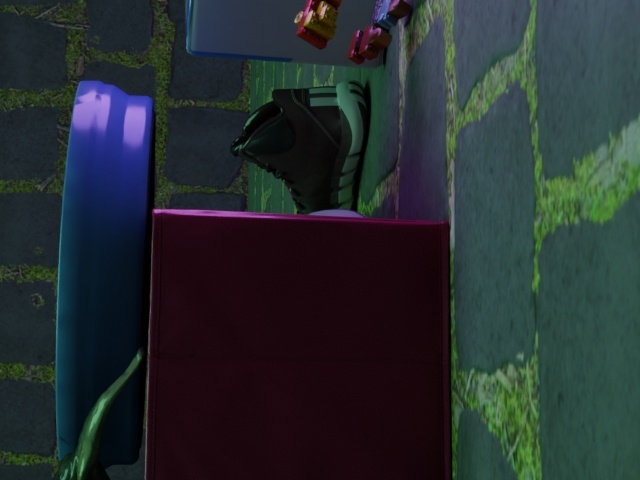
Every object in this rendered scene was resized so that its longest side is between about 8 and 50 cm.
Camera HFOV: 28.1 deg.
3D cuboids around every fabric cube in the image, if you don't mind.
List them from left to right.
[{"bbox_3d":[-0.032,0.119,1.181,0.254,0.258,0.259,121,150,-77],"label":"fabric cube"}]

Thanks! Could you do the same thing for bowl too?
[{"bbox_3d":[-0.208,0.037,1.275,0.391,0.077,0.391,-178,90,-83],"label":"bowl"}]

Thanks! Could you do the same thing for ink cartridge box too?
[{"bbox_3d":[-0.048,-0.318,1.539,0.307,0.223,0.129,-104,18,-65],"label":"ink cartridge box"}]

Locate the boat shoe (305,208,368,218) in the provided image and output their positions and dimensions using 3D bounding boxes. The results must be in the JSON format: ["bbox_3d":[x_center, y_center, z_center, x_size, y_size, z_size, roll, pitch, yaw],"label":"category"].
[{"bbox_3d":[0.000,0.000,1.545,0.084,0.095,0.258,-47,14,-30],"label":"boat shoe"}]

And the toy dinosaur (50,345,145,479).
[{"bbox_3d":[-0.203,0.221,1.098,0.268,0.064,0.118,-59,31,35],"label":"toy dinosaur"}]

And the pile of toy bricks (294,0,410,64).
[{"bbox_3d":[0.058,-0.284,1.272,0.105,0.118,0.212,-12,57,54],"label":"pile of toy bricks"}]

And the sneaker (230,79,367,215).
[{"bbox_3d":[-0.036,-0.084,1.627,0.106,0.162,0.281,-98,12,-53],"label":"sneaker"}]
